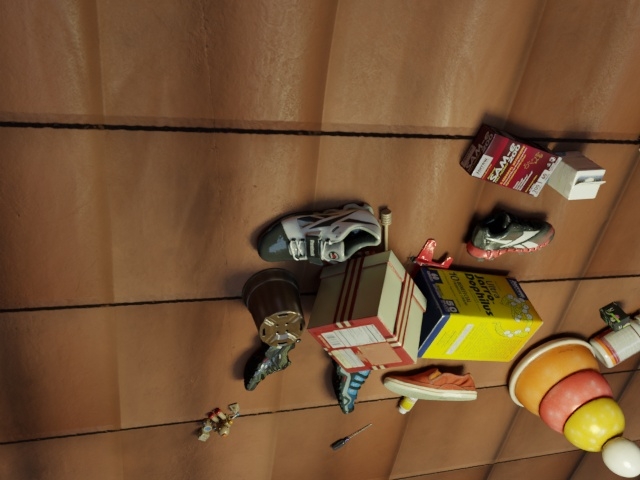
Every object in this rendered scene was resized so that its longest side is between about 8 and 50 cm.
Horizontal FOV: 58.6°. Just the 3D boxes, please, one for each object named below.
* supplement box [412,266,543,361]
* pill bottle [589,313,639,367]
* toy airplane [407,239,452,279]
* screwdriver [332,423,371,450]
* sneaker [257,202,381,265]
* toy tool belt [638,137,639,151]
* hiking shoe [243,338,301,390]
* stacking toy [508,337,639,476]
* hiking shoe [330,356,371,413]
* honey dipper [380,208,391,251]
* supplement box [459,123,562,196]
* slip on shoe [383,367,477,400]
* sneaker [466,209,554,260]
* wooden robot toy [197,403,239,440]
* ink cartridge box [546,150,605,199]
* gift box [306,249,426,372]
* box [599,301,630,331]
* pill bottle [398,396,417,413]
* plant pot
[{"bbox_3d":[0.444,0.227,1.731,0.357,0.194,0.195,7,130,-22],"label":"supplement box"},{"bbox_3d":[1.122,0.364,2.103,0.221,0.121,0.121,-32,127,5],"label":"pill bottle"},{"bbox_3d":[0.329,0.070,1.705,0.151,0.028,0.151,-8,127,-11],"label":"toy airplane"},{"bbox_3d":[0.116,0.716,2.089,0.170,0.024,0.025,-31,157,-4],"label":"screwdriver"},{"bbox_3d":[0.000,0.000,1.482,0.331,0.146,0.122,-17,128,-4],"label":"sneaker"},{"bbox_3d":[0.949,-0.296,1.648,0.083,0.052,0.051,-29,96,-1],"label":"toy tool belt"},{"bbox_3d":[-0.148,0.377,1.726,0.114,0.086,0.226,23,113,-26],"label":"hiking shoe"},{"bbox_3d":[0.915,0.606,1.978,0.351,0.479,0.350,-8,125,-12],"label":"stacking toy"},{"bbox_3d":[0.110,0.443,1.836,0.132,0.113,0.303,-10,126,-10],"label":"hiking shoe"},{"bbox_3d":[0.186,-0.016,1.602,0.031,0.030,0.160,-14,129,-9],"label":"honey dipper"},{"bbox_3d":[0.514,-0.214,1.543,0.240,0.073,0.130,12,119,-24],"label":"supplement box"},{"bbox_3d":[0.378,0.492,1.974,0.332,0.101,0.123,6,156,-8],"label":"slip on shoe"},{"bbox_3d":[0.566,-0.027,1.671,0.276,0.097,0.135,-10,128,-10],"label":"sneaker"},{"bbox_3d":[-0.324,0.595,1.823,0.173,0.079,0.076,-34,127,6],"label":"wooden robot toy"},{"bbox_3d":[0.706,-0.178,1.584,0.092,0.143,0.089,-5,124,-14],"label":"ink cartridge box"},{"bbox_3d":[0.113,0.183,1.565,0.277,0.258,0.255,-11,131,29],"label":"gift box"},{"bbox_3d":[1.053,0.274,2.042,0.062,0.083,0.052,-29,127,2],"label":"box"},{"bbox_3d":[0.310,0.579,2.038,0.044,0.043,0.083,16,117,-26],"label":"pill bottle"},{"bbox_3d":[-0.121,0.189,1.558,0.167,0.165,0.166,-8,125,-12],"label":"plant pot"}]
